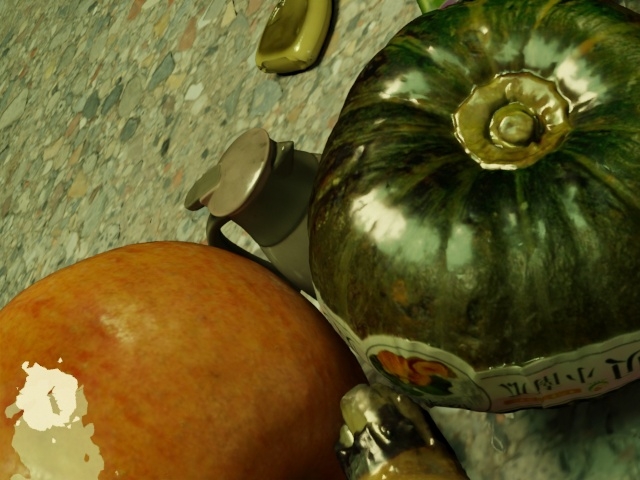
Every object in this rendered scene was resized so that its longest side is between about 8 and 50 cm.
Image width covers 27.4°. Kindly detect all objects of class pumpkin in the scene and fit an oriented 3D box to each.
[{"bbox_3d":[0.122,-0.020,0.765,0.260,0.189,0.260,-9,59,16],"label":"pumpkin"}]

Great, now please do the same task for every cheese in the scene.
[{"bbox_3d":[-0.011,-0.240,1.287,0.086,0.036,0.163,-3,63,54],"label":"cheese"}]

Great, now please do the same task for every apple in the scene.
[{"bbox_3d":[-0.090,0.156,0.830,0.275,0.299,0.299,19,81,44],"label":"apple"}]

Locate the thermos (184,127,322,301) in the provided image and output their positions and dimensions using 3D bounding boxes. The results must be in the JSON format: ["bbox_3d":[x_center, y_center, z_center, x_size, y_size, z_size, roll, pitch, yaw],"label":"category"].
[{"bbox_3d":[0.000,0.000,0.910,0.137,0.193,0.105,-31,42,41],"label":"thermos"}]

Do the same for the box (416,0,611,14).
[{"bbox_3d":[0.117,-0.260,1.051,0.134,0.097,0.346,-44,34,24],"label":"box"}]

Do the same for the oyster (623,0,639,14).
[{"bbox_3d":[0.226,-0.215,0.806,0.221,0.096,0.361,109,155,-60],"label":"oyster"}]

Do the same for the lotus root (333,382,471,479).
[{"bbox_3d":[0.062,0.206,0.647,0.183,0.182,0.310,-41,39,30],"label":"lotus root"}]
